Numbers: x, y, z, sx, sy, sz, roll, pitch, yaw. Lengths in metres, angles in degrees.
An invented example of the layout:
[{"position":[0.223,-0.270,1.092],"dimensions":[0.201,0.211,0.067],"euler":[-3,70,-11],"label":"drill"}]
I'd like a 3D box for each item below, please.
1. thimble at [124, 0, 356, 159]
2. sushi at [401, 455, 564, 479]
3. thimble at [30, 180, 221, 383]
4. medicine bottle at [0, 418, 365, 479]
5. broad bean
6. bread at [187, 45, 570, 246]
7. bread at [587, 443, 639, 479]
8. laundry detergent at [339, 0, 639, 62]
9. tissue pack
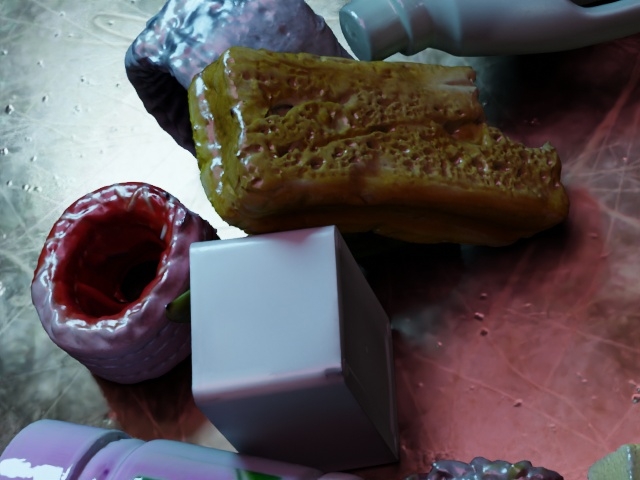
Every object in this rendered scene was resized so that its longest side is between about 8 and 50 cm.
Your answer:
[{"position":[-0.075,-0.164,1.830],"dimensions":[0.217,0.245,0.157],"euler":[30,75,36],"label":"thimble"},{"position":[0.149,0.331,1.574],"dimensions":[0.236,0.171,0.270],"euler":[5,68,13],"label":"sushi"},{"position":[-0.194,0.043,1.838],"dimensions":[0.163,0.125,0.189],"euler":[26,76,25],"label":"thimble"},{"position":[-0.126,0.288,1.654],"dimensions":[0.325,0.212,0.212],"euler":[9,69,20],"label":"medicine bottle"},{"position":[0.000,0.000,1.793],"dimensions":[0.339,0.077,0.061],"euler":[-20,43,-13],"label":"broad bean"},{"position":[0.059,-0.090,1.721],"dimensions":[0.380,0.109,0.185],"euler":[3,63,-31],"label":"bread"},{"position":[0.307,0.229,1.661],"dimensions":[0.109,0.080,0.084],"euler":[7,63,-19],"label":"bread"},{"position":[0.210,-0.278,1.815],"dimensions":[0.398,0.124,0.264],"euler":[-29,64,-15],"label":"laundry detergent"},{"position":[-0.019,0.108,1.686],"dimensions":[0.136,0.246,0.159],"euler":[-9,63,12],"label":"tissue pack"}]
